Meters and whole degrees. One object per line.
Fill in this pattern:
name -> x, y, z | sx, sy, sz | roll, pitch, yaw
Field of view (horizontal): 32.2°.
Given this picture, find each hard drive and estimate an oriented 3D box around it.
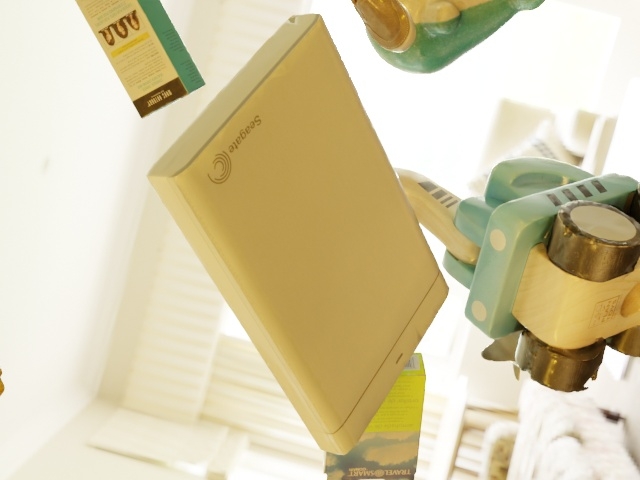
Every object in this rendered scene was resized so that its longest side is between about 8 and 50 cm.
hard drive -> 0.000, 0.000, 1.043 | 0.233, 0.047, 0.353 | -53, -50, -32

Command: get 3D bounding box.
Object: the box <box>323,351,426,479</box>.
box -> 0.058, 0.203, 1.239 | 0.042, 0.109, 0.178 | -93, 3, -54

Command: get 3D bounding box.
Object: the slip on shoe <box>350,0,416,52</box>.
slip on shoe -> 0.060, -0.265, 1.243 | 0.051, 0.041, 0.135 | -41, 59, 28

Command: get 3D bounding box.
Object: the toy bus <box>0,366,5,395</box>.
toy bus -> -0.645, 0.219, 1.701 | 0.332, 0.108, 0.130 | -10, -34, -47

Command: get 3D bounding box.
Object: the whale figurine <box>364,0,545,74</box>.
whale figurine -> 0.197, -0.314, 1.554 | 0.216, 0.272, 0.141 | -60, -41, -61

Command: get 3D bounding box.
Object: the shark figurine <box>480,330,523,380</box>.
shark figurine -> 0.311, 0.167, 1.699 | 0.278, 0.116, 0.166 | -153, 61, -61

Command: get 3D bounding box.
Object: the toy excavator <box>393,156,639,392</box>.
toy excavator -> 0.212, -0.014, 1.452 | 0.445, 0.433, 0.222 | 41, 134, 41

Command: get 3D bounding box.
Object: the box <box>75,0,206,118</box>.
box -> -0.276, -0.313, 1.644 | 0.244, 0.100, 0.060 | 62, -148, -11
